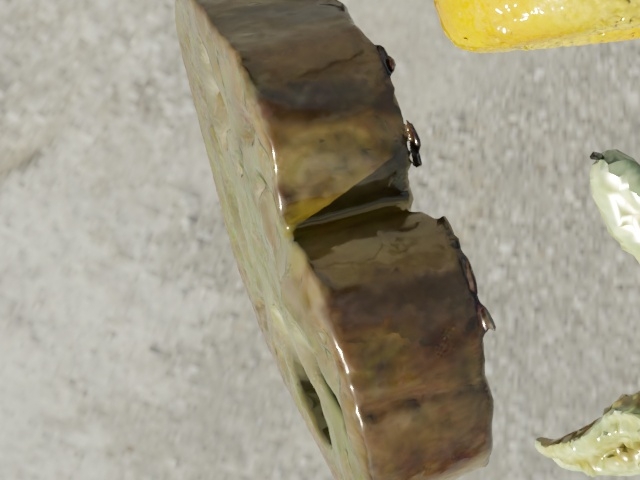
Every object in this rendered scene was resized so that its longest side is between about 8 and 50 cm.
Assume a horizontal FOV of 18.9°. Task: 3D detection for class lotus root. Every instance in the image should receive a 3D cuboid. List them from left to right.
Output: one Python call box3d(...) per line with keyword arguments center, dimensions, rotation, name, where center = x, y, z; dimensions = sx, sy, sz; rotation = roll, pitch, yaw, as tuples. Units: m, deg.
box3d(center=(0.000, 0.000, 1.316), dimensions=(0.111, 0.375, 0.390), rotation=(-20, 74, -9), name="lotus root")

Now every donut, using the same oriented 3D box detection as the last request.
box3d(center=(0.119, -0.116, 0.843), dimensions=(0.152, 0.152, 0.058), rotation=(-5, 94, 11), name="donut")

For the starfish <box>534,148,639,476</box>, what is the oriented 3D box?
box3d(center=(0.166, 0.075, 0.446), dimensions=(0.078, 0.358, 0.347), rotation=(-52, 129, -9), name="starfish")
